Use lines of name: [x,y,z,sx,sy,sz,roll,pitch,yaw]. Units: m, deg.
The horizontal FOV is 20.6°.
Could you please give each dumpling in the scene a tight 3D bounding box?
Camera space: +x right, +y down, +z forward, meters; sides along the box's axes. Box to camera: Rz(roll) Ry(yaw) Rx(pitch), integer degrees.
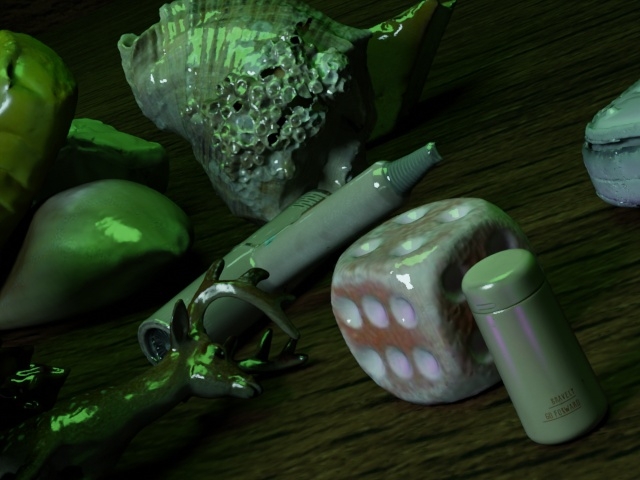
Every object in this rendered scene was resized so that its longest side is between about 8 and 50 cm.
dumpling: [-0.209,-0.057,1.657,0.136,0.118,0.199,-17,-17,18]

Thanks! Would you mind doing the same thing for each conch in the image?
conch: [-0.045,-0.113,1.402,0.178,0.245,0.163,-57,-3,-34]

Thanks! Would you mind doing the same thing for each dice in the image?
dice: [0.069,0.034,1.013,0.091,0.094,0.093,-34,16,-33]

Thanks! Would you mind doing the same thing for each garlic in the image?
garlic: [-0.218,0.014,1.551,0.318,0.112,0.143,-26,15,46]

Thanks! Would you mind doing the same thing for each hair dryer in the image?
hair dryer: [-0.006,0.005,1.219,0.195,0.053,0.220,-40,7,-38]

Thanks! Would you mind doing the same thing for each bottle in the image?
bottle: [0.107,0.053,0.886,0.045,0.096,0.045,-24,18,8]

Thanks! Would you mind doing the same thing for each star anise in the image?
star anise: [-0.259,0.135,1.299,0.168,0.057,0.168,-28,25,14]

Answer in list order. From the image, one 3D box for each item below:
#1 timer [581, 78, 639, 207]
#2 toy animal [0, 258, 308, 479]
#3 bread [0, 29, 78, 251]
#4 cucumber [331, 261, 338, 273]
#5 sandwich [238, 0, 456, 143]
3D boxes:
timer: [0.274,-0.088,1.108,0.191,0.069,0.208,-35,17,-34]
toy animal: [-0.151,0.118,1.121,0.243,0.087,0.260,-16,23,31]
bread: [-0.336,-0.008,1.534,0.383,0.112,0.166,-54,27,9]
cucumber: [0.033,0.027,1.200,0.033,0.034,0.135,-47,7,2]
sandwich: [0.018,-0.134,1.612,0.258,0.096,0.094,-23,10,21]
